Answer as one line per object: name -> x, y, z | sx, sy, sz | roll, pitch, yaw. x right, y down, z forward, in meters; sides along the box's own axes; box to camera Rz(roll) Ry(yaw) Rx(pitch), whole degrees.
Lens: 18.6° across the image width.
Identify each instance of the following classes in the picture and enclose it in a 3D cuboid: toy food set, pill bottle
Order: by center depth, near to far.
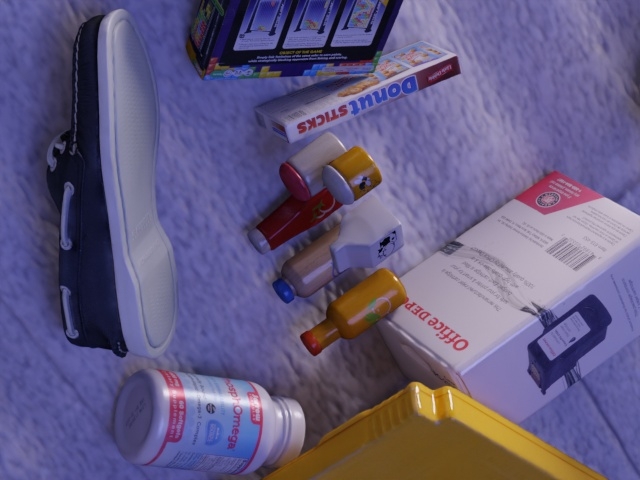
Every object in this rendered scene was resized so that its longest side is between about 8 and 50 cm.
toy food set -> 0.000, 0.000, 1.735 | 0.104, 0.111, 0.232 | -36, 153, -13
pill bottle -> -0.098, 0.166, 1.766 | 0.160, 0.087, 0.087 | 10, 103, -32

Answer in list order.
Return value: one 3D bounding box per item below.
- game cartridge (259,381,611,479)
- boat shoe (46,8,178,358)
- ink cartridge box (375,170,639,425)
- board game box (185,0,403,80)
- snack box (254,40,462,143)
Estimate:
game cartridge -> 0.078, 0.264, 1.820 | 0.324, 0.052, 0.285 | -36, 130, 29
boat shoe -> -0.186, -0.043, 1.631 | 0.114, 0.091, 0.302 | -40, 131, -65
ink cartridge box -> 0.189, 0.058, 1.834 | 0.237, 0.172, 0.100 | -35, 122, -13
board game box -> -0.015, -0.204, 1.664 | 0.170, 0.048, 0.141 | -5, 138, -28
snack box -> 0.034, -0.133, 1.741 | 0.178, 0.064, 0.022 | -23, 116, -20
